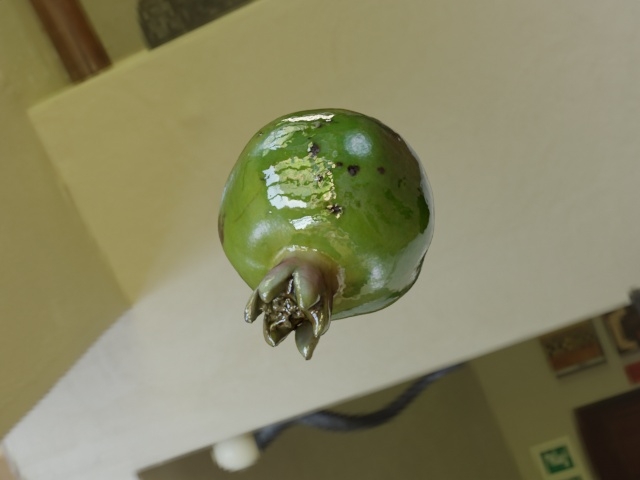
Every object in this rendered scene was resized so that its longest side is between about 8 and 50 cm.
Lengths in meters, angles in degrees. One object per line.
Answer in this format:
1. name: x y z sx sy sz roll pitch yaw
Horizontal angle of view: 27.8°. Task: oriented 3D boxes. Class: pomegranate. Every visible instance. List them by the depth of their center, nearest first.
1. pomegranate: -0.001 -0.002 1.053 0.187 0.187 0.225 57 -148 -30
